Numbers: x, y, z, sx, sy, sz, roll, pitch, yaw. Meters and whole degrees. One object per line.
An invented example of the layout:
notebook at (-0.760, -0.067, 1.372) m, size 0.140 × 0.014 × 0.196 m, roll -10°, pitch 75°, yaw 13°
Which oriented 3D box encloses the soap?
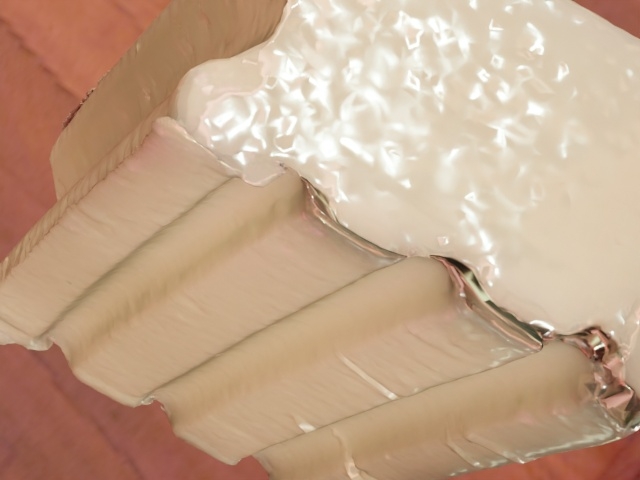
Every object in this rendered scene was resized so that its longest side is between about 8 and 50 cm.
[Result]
soap at (0.000, 0.000, 0.575) m, size 0.150 × 0.261 × 0.094 m, roll 31°, pitch 70°, yaw -12°
